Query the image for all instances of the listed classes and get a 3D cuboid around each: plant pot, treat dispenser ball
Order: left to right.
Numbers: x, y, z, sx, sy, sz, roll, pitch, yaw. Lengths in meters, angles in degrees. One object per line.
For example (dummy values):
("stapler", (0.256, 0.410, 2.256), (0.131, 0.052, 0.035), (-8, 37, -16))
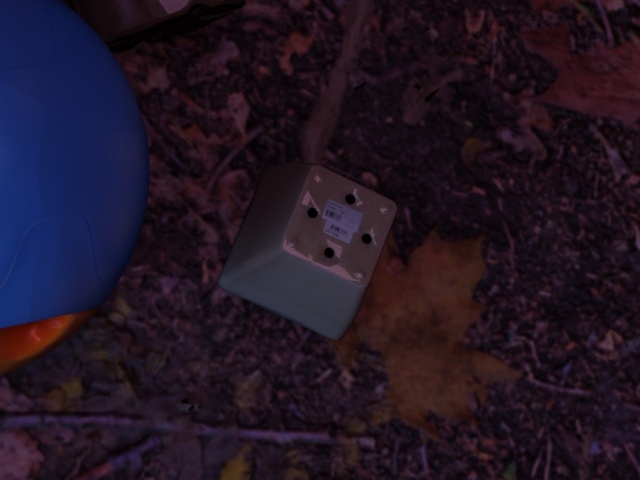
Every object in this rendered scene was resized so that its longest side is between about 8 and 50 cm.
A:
("treat dispenser ball", (-0.259, -0.045, 1.290), (0.288, 0.288, 0.288), (4, 76, -17))
("plant pot", (-0.139, -0.236, 1.451), (0.167, 0.167, 0.165), (-20, 91, -21))
("plant pot", (0.000, 0.000, 1.466), (0.109, 0.096, 0.109), (25, 72, -11))
